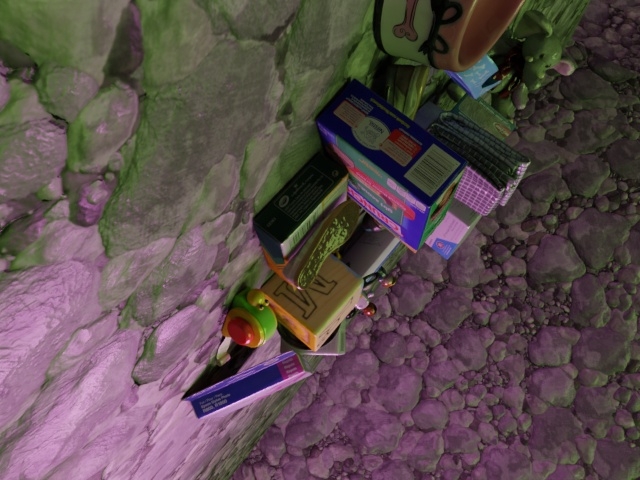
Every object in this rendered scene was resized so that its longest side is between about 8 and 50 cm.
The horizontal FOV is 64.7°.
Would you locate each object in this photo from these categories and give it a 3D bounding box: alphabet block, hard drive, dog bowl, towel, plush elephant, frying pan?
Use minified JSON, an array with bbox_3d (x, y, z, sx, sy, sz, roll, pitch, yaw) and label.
[{"bbox_3d":[-0.022,0.149,1.359,0.197,0.193,0.192,-47,163,-20],"label":"alphabet block"},{"bbox_3d":[0.143,0.069,1.745,0.318,0.040,0.210,-49,-158,-15],"label":"hard drive"},{"bbox_3d":[0.343,-0.423,1.213,0.074,0.166,0.297,-46,168,20],"label":"dog bowl"},{"bbox_3d":[0.275,-0.481,0.880,0.408,0.150,0.408,-48,165,-17],"label":"dog bowl"},{"bbox_3d":[0.409,-0.202,1.417,0.121,0.284,0.235,-47,164,-14],"label":"towel"},{"bbox_3d":[0.590,-0.514,1.490,0.255,0.272,0.329,10,-107,61],"label":"plush elephant"},{"bbox_3d":[0.002,0.172,1.496,0.326,0.197,0.053,-52,177,-11],"label":"frying pan"}]

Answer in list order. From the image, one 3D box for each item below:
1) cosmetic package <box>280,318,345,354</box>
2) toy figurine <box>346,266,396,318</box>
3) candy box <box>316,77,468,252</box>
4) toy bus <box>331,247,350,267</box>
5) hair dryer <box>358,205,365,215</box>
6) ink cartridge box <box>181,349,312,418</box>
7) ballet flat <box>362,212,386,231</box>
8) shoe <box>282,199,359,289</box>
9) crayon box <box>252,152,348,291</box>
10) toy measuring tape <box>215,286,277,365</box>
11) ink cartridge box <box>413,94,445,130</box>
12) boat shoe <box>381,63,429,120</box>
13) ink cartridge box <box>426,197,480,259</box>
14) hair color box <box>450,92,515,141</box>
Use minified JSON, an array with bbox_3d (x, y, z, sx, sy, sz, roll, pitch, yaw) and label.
[{"bbox_3d":[-0.021,0.281,1.590,0.151,0.184,0.151,49,41,-75],"label":"cosmetic package"},{"bbox_3d":[0.143,0.173,1.812,0.210,0.148,0.213,-11,-143,53],"label":"toy figurine"},{"bbox_3d":[0.139,-0.135,1.033,0.122,0.268,0.317,-47,165,-6],"label":"candy box"},{"bbox_3d":[0.038,0.115,1.630,0.191,0.104,0.202,-37,159,-46],"label":"toy bus"},{"bbox_3d":[0.127,-0.157,1.385,0.293,0.080,0.223,-55,-178,30],"label":"hair dryer"},{"bbox_3d":[-0.194,0.424,1.468,0.324,0.071,0.330,-24,164,-2],"label":"ink cartridge box"},{"bbox_3d":[0.198,-0.124,1.417,0.280,0.095,0.096,-47,-174,-31],"label":"ballet flat"},{"bbox_3d":[0.000,0.000,1.042,0.219,0.058,0.076,-53,134,-14],"label":"shoe"},{"bbox_3d":[-0.035,-0.025,1.130,0.203,0.083,0.323,-48,164,-16],"label":"crayon box"},{"bbox_3d":[-0.181,0.237,1.239,0.121,0.121,0.330,-37,159,-46],"label":"toy measuring tape"},{"bbox_3d":[0.294,-0.326,1.459,0.181,0.062,0.104,-45,164,-27],"label":"ink cartridge box"},{"bbox_3d":[0.162,-0.284,1.107,0.285,0.092,0.102,98,16,-70],"label":"boat shoe"},{"bbox_3d":[0.363,-0.117,1.674,0.129,0.307,0.223,-43,163,-24],"label":"ink cartridge box"},{"bbox_3d":[0.434,-0.306,1.573,0.105,0.174,0.347,-50,179,-12],"label":"hair color box"}]
